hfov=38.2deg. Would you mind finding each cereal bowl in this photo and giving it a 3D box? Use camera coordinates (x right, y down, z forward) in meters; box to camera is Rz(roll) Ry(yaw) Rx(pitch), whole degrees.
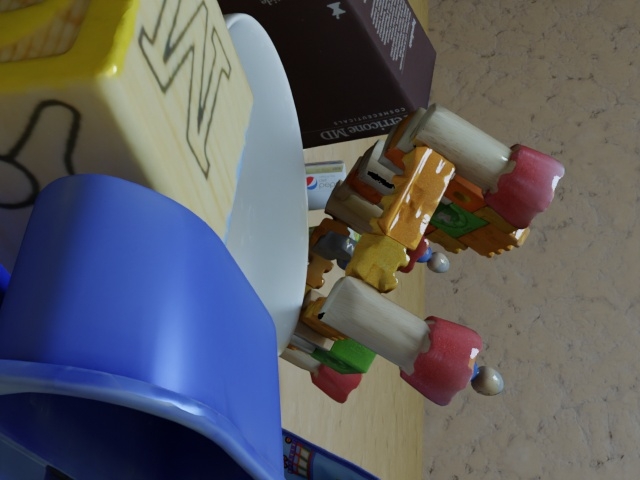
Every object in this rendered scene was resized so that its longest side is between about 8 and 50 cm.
[{"bbox_3d":[-0.118,-0.047,0.924,0.339,0.141,0.339,-3,90,-76],"label":"cereal bowl"}]

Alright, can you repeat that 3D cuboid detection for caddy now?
[{"bbox_3d":[-0.149,0.114,0.563,0.341,0.241,0.179,63,22,-56],"label":"caddy"}]

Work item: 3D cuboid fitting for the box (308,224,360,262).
[{"bbox_3d":[0.000,0.000,1.457,0.179,0.105,0.043,-41,120,-72],"label":"box"}]

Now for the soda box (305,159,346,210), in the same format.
[{"bbox_3d":[0.005,-0.091,1.476,0.216,0.073,0.069,-88,173,-83],"label":"soda box"}]

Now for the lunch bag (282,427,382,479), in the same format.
[{"bbox_3d":[0.002,0.285,0.968,0.221,0.293,0.138,67,38,-52],"label":"lunch bag"}]

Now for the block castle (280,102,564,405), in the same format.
[{"bbox_3d":[0.103,0.044,1.134,0.303,0.212,0.453,-62,-172,-15],"label":"block castle"}]

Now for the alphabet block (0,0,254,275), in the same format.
[{"bbox_3d":[-0.170,-0.097,0.634,0.197,0.192,0.193,71,19,-51],"label":"alphabet block"}]

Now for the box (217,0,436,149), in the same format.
[{"bbox_3d":[-0.023,-0.283,1.097,0.381,0.191,0.143,48,44,-46],"label":"box"}]
